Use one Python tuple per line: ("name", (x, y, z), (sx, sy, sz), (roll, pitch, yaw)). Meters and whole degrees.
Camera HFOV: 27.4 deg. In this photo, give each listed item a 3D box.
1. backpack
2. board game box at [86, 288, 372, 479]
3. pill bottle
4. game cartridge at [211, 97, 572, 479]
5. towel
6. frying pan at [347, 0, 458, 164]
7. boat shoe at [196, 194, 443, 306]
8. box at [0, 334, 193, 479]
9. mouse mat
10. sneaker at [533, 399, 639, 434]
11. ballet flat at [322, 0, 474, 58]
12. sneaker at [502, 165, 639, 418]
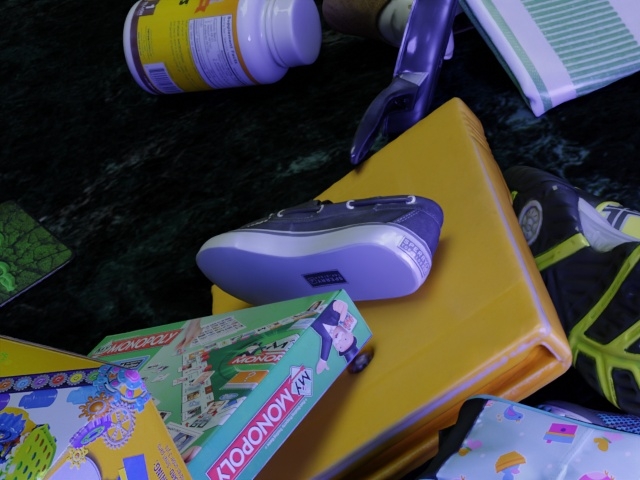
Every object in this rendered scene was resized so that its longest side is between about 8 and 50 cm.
("backpack", (0.156, 0.187, 0.760), (0.188, 0.166, 0.144), (2, 41, 34))
("board game box", (-0.132, 0.137, 0.985), (0.317, 0.046, 0.213), (-14, 25, 48))
("pill bottle", (-0.112, -0.235, 1.521), (0.215, 0.117, 0.117), (-2, 38, 25))
("game cartridge", (0.035, 0.057, 1.026), (0.285, 0.052, 0.324), (-36, 30, 18))
("towel", (0.305, -0.283, 1.355), (0.325, 0.038, 0.248), (-25, 64, -8))
("frying pan", (0.090, -0.182, 1.247), (0.053, 0.197, 0.326), (15, 13, 4))
("boat shoe", (0.000, 0.000, 1.014), (0.228, 0.080, 0.076), (-9, 39, 46))
("box", (-0.194, 0.253, 0.744), (0.177, 0.290, 0.279), (9, 45, 35))
("mouse mat", (-0.358, 0.023, 1.396), (0.152, 0.007, 0.189), (-35, 36, -19))
("sneaker", (0.220, 0.146, 0.891), (0.076, 0.065, 0.166), (-26, 34, -37))
("ballet flat", (0.171, -0.264, 1.442), (0.342, 0.116, 0.124), (-11, 53, 7))
("sneaker", (0.229, 0.048, 0.970), (0.147, 0.145, 0.385), (13, 14, -22))
